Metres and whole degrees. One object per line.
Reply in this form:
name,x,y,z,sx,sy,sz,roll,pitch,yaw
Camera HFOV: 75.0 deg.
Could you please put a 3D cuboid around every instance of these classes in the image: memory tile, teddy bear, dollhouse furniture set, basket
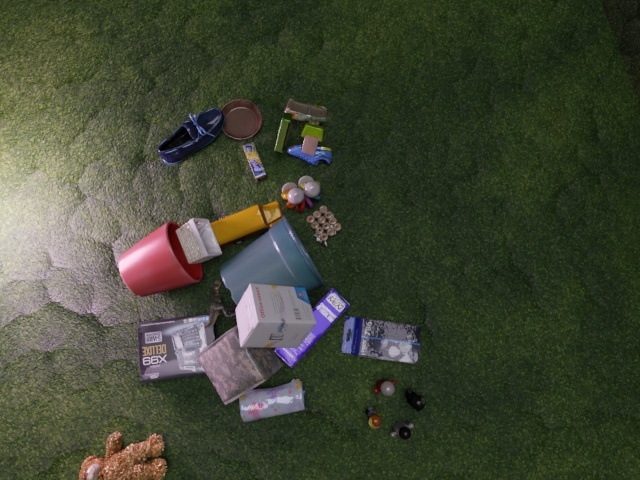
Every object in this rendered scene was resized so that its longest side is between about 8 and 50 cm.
memory tile,0.015,-0.079,1.876,0.113,0.012,0.148,-36,67,-3
teddy bear,-0.766,0.877,1.615,0.337,0.113,0.245,4,77,-4
dollhouse furniture set,-0.084,-0.516,1.915,0.197,0.151,0.302,13,36,-7
basket,-0.497,0.004,1.700,0.103,0.113,0.167,-26,83,17

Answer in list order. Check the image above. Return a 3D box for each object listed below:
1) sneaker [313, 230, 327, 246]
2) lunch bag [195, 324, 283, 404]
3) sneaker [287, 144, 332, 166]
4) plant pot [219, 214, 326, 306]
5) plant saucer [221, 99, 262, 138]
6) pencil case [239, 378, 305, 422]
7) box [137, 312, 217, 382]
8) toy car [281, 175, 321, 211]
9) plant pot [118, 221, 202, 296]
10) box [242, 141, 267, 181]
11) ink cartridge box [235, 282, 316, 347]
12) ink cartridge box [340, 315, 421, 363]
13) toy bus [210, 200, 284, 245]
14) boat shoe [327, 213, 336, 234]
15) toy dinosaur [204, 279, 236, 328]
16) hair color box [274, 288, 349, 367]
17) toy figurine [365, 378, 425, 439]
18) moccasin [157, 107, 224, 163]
sneaker,0.000,0.000,1.879,0.037,0.032,0.083,-34,74,-3
lunch bag,-0.329,0.474,1.615,0.287,0.169,0.235,-37,84,25
sneaker,-0.051,-0.390,1.926,0.209,0.069,0.082,4,83,-4
plant pot,-0.204,0.125,1.706,0.334,0.341,0.341,-30,83,0
plant saucer,-0.372,-0.560,1.949,0.198,0.036,0.199,1,80,-4
pencil case,-0.195,0.651,1.698,0.273,0.113,0.124,-11,83,-6
box,-0.585,0.439,1.726,0.307,0.076,0.243,-6,80,-6
toy car,-0.077,-0.199,1.863,0.182,0.159,0.136,-23,117,-9
plant pot,-0.656,0.095,1.704,0.243,0.275,0.275,-25,82,1
box,-0.299,-0.357,1.905,0.054,0.059,0.169,-22,82,-6
ink cartridge box,-0.169,0.279,1.529,0.232,0.168,0.171,9,41,-30
ink cartridge box,0.262,0.428,1.802,0.332,0.065,0.166,7,80,-2
toy bus,-0.324,-0.068,1.797,0.332,0.130,0.108,-21,82,7
boat shoe,0.049,-0.072,1.893,0.035,0.035,0.100,-11,79,3
toy dinosaur,-0.414,0.282,1.737,0.118,0.268,0.064,17,122,-19
hair color box,-0.037,0.358,1.729,0.110,0.185,0.339,42,80,4
toy figurine,0.302,0.691,1.712,0.213,0.148,0.210,26,79,0
moccasin,-0.569,-0.469,1.860,0.137,0.117,0.342,42,84,12
